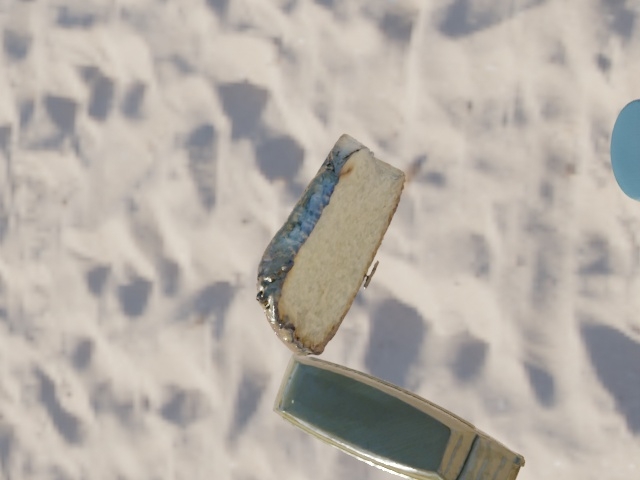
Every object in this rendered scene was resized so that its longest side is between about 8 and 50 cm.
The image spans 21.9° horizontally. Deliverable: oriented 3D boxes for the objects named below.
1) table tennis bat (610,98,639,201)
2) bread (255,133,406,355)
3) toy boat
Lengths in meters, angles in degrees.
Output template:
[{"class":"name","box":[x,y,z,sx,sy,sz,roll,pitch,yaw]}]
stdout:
[{"class":"table tennis bat","box":[0.397,-0.110,1.946,0.201,0.033,0.124,173,94,-68]},{"class":"bread","box":[0.000,0.000,0.979,0.044,0.126,0.129,29,84,19]},{"class":"toy boat","box":[0.052,0.131,1.149,0.200,0.077,0.057,19,84,36]}]
